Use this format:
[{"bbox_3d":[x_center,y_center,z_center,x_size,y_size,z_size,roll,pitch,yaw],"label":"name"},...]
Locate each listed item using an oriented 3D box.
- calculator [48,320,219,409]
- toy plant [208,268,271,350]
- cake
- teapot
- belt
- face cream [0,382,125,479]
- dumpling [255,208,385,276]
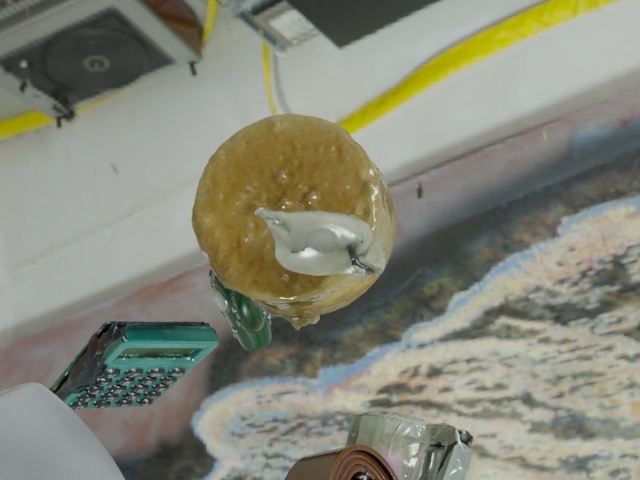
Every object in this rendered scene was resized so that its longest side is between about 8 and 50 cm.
[{"bbox_3d":[-0.347,0.237,1.690,0.248,0.058,0.274,8,138,-46],"label":"calculator"},{"bbox_3d":[-0.165,0.104,1.885,0.112,0.233,0.243,-21,141,-10],"label":"toy plant"},{"bbox_3d":[-0.023,-0.020,1.571,0.332,0.333,0.321,-13,164,10],"label":"cake"},{"bbox_3d":[0.136,0.364,1.392,0.221,0.178,0.163,0,154,31],"label":"teapot"},{"bbox_3d":[0.043,0.396,1.163,0.105,0.262,0.184,-24,172,36],"label":"belt"},{"bbox_3d":[-0.302,0.331,0.834,0.312,0.357,0.219,-19,-179,-37],"label":"face cream"},{"bbox_3d":[0.001,0.000,1.260,0.176,0.093,0.150,0,-171,0],"label":"dumpling"}]
